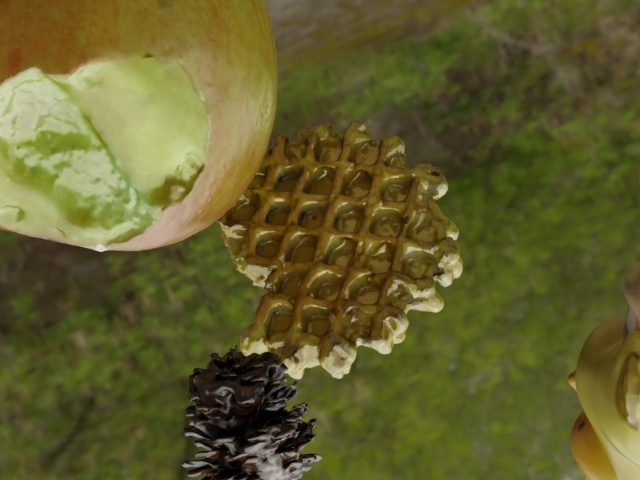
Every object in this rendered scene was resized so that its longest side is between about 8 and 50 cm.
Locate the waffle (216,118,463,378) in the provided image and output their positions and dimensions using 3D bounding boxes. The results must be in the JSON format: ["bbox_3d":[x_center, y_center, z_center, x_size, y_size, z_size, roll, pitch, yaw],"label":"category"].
[{"bbox_3d":[0.000,0.000,1.474,0.249,0.253,0.056,-42,152,-14],"label":"waffle"}]

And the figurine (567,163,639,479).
[{"bbox_3d":[0.197,0.036,0.838,0.131,0.246,0.156,8,-161,26],"label":"figurine"}]

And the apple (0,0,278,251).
[{"bbox_3d":[-0.199,-0.153,1.373,0.340,0.339,0.339,-24,-179,0],"label":"apple"}]

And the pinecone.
[{"bbox_3d":[-0.040,0.099,0.860,0.077,0.083,0.077,-10,169,-2],"label":"pinecone"}]
